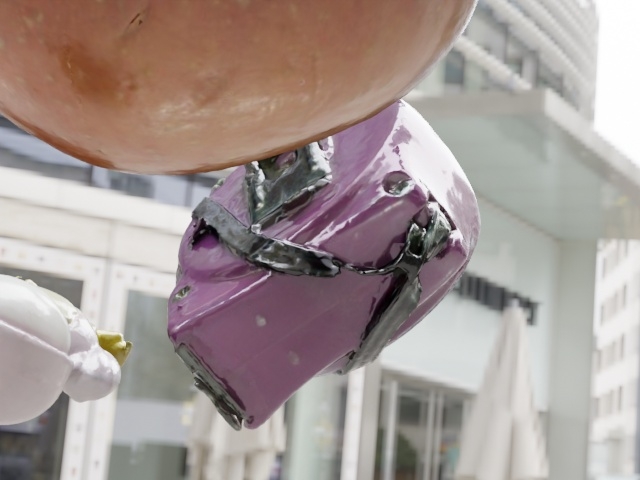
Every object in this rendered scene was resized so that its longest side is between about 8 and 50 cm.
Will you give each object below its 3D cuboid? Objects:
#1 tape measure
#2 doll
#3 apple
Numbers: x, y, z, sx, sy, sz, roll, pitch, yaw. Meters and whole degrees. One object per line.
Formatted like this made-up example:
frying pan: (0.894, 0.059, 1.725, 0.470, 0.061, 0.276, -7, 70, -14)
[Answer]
tape measure: (0.000, 0.000, 1.030, 0.149, 0.231, 0.245, 50, 9, -22)
doll: (-0.229, 0.069, 0.985, 0.160, 0.094, 0.365, 28, -6, 6)
apple: (-0.059, -0.150, 0.656, 0.271, 0.251, 0.206, -25, -38, -21)
